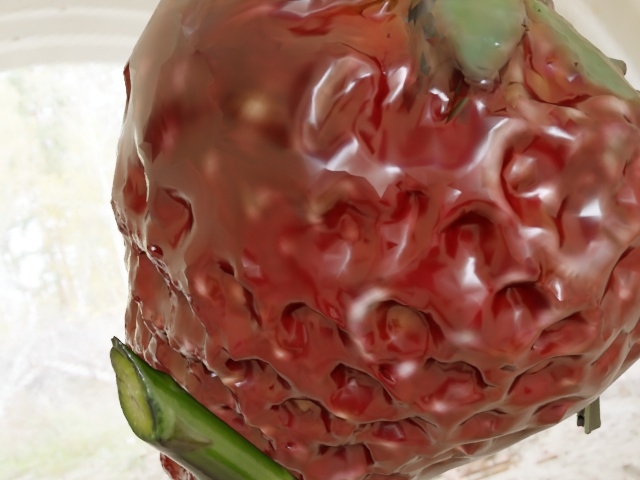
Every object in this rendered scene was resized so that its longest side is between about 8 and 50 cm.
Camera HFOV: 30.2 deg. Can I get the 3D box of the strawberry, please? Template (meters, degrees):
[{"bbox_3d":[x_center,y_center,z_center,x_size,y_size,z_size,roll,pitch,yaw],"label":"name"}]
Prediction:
[{"bbox_3d":[0.000,0.000,0.627,0.345,0.317,0.295,-51,-23,22],"label":"strawberry"}]

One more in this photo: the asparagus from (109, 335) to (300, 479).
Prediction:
[{"bbox_3d":[0.004,0.112,0.467,0.034,0.236,0.027,-16,41,56],"label":"asparagus"}]

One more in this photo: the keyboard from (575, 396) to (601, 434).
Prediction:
[{"bbox_3d":[0.148,0.053,0.692,0.015,0.049,0.129,-7,32,9],"label":"keyboard"}]
